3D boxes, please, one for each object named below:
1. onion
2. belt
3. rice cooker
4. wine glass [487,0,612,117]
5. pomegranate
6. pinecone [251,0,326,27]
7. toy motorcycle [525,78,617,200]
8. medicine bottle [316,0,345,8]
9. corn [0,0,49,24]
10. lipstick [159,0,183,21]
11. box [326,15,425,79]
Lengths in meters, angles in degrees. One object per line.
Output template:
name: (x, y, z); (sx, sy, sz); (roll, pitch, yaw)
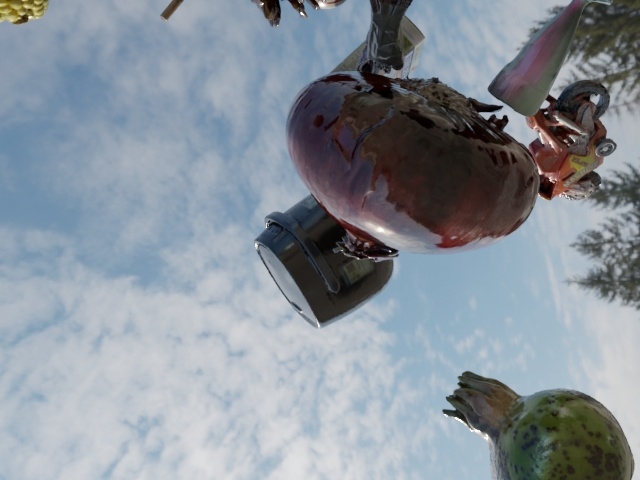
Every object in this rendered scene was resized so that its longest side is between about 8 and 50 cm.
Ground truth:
onion: (0.107, -0.083, 0.713); (0.348, 0.348, 0.285); (-11, -47, -49)
belt: (0.092, -0.303, 0.717); (0.232, 0.071, 0.053); (91, -174, -75)
rice cooker: (0.011, 0.027, 1.054); (0.224, 0.267, 0.267); (-34, -67, -14)
wine glass: (0.279, -0.238, 0.639); (0.073, 0.073, 0.155); (-12, -43, -49)
pomegranate: (0.348, 0.314, 0.821); (0.204, 0.276, 0.221); (2, -60, -28)
pinecone: (-0.056, -0.540, 0.943); (0.264, 0.264, 0.264); (10, -103, -47)
toy motorcycle: (0.490, -0.179, 1.040); (0.298, 0.171, 0.089); (65, -156, -43)
medicine bottle: (0.012, -0.642, 1.126); (0.250, 0.131, 0.131); (87, -167, -70)
corn: (-0.292, -0.302, 0.441); (0.081, 0.248, 0.081); (7, -125, -10)
lipstick: (-0.305, -0.505, 1.094); (0.019, 0.019, 0.094); (40, -97, -37)
box: (0.129, -0.440, 1.389); (0.106, 0.299, 0.200); (47, -178, 5)
